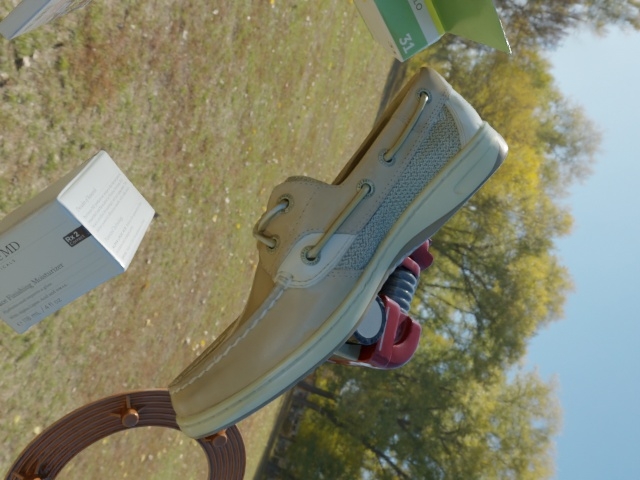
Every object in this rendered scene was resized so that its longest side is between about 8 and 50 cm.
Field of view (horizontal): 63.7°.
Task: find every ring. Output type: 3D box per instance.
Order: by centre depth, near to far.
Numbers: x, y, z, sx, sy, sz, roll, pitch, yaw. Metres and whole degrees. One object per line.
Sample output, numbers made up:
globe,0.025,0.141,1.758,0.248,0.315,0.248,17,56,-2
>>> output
ring,-0.264,0.360,0.726,0.032,0.336,0.337,37,-67,58

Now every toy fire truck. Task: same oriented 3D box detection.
toy fire truck,0.080,0.065,0.658,0.158,0.246,0.217,-10,-123,47

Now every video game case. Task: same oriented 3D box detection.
video game case,-0.303,-0.347,0.670,0.201,0.023,0.183,-24,-152,26

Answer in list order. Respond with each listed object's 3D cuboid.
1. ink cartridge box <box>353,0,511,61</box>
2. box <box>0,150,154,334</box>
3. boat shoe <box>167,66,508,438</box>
ink cartridge box,0.053,-0.232,0.421,0.056,0.171,0.235,-31,-149,10
box,-0.345,-0.004,0.692,0.180,0.119,0.182,-30,-154,11
boat shoe,0.000,0.000,0.361,0.302,0.098,0.109,-44,-172,-10
